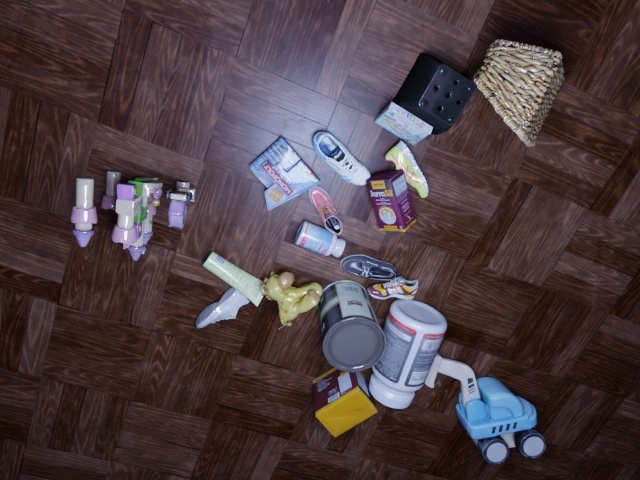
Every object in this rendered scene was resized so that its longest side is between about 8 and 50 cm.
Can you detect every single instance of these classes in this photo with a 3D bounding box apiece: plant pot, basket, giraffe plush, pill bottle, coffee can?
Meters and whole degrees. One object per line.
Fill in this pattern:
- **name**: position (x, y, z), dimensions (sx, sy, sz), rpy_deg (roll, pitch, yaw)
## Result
- **plant pot**: position (0.353, -0.437, 1.218), dimensions (0.187, 0.167, 0.188), rpy_deg (27, 104, -14)
- **basket**: position (0.544, -0.416, 1.170), dimensions (0.213, 0.299, 0.223), rpy_deg (28, 111, 26)
- **giraffe plush**: position (-0.118, 0.179, 1.407), dimensions (0.210, 0.181, 0.170), rpy_deg (-40, 97, -8)
- **pill bottle**: position (0.309, 0.419, 1.497), dimensions (0.210, 0.210, 0.363), rpy_deg (13, 108, -9)
- **coffee can**: position (0.097, 0.285, 1.397), dimensions (0.201, 0.275, 0.202), rpy_deg (-1, 109, -4)
- **pill bottle**: position (0.000, 0.000, 1.387), dimensions (0.160, 0.087, 0.087), rpy_deg (22, 107, -11)

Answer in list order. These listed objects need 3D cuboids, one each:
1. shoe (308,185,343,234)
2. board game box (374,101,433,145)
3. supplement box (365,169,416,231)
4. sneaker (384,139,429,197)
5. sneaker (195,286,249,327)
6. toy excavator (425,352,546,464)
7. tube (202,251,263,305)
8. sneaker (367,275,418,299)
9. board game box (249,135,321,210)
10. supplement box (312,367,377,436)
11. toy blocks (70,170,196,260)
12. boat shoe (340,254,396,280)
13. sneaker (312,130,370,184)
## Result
- **shoe**: position (0.021, -0.100, 1.356), dimensions (0.063, 0.081, 0.178), rpy_deg (-31, 109, 6)
- **board game box**: position (0.258, -0.362, 1.270), dimensions (0.154, 0.103, 0.026), rpy_deg (27, 75, -14)
- **supplement box**: position (0.232, -0.129, 1.334), dimensions (0.081, 0.104, 0.188), rpy_deg (-39, 119, -36)
- **sneaker**: position (0.286, -0.223, 1.342), dimensions (0.094, 0.081, 0.208), rpy_deg (-30, 104, 15)
- **sneaker**: position (-0.352, 0.262, 1.464), dimensions (0.212, 0.080, 0.094), rpy_deg (-37, 120, 7)
- **toy excavator**: position (0.627, 0.628, 1.624), dimensions (0.432, 0.222, 0.445), rpy_deg (-10, 96, 0)
- **tube**: position (-0.297, 0.130, 1.423), dimensions (0.240, 0.062, 0.070), rpy_deg (35, 101, -15)
- **sneaker**: position (0.263, 0.165, 1.472), dimensions (0.185, 0.070, 0.084), rpy_deg (3, 125, -14)
- **board game box**: position (-0.133, -0.201, 1.319), dimensions (0.194, 0.060, 0.194), rpy_deg (-41, 108, 9)
- **supplement box**: position (0.086, 0.593, 1.549), dimensions (0.191, 0.194, 0.129), rpy_deg (-34, 109, 8)
- **toy blocks**: position (-0.540, -0.052, 1.223), dimensions (0.308, 0.288, 0.260), rpy_deg (7, 103, -9)
- **boat shoe**: position (0.174, 0.101, 1.449), dimensions (0.206, 0.065, 0.075), rpy_deg (10, 108, -8)
- **sneaker**: position (0.068, -0.256, 1.303), dimensions (0.237, 0.086, 0.085), rpy_deg (38, 101, -17)
